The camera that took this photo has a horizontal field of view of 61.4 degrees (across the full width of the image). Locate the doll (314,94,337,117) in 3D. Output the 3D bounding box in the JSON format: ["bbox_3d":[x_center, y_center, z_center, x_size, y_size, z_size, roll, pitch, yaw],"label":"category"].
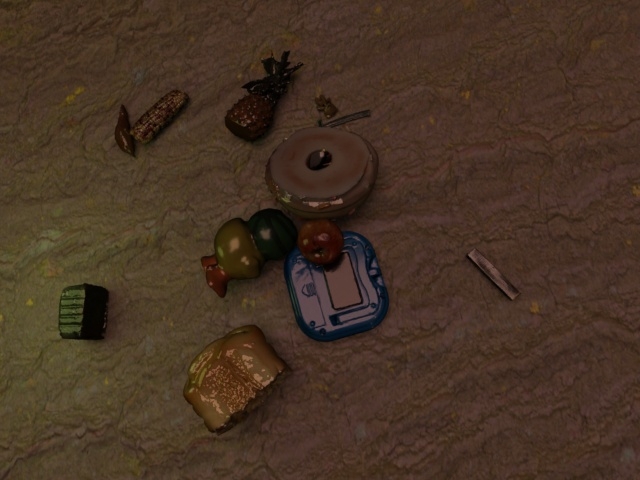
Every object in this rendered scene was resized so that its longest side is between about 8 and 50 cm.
[{"bbox_3d":[0.017,-0.485,1.947,0.061,0.051,0.093,-37,47,-3],"label":"doll"}]

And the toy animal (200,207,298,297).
[{"bbox_3d":[-0.237,0.015,1.751,0.338,0.216,0.191,-31,119,-9],"label":"toy animal"}]

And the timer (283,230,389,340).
[{"bbox_3d":[0.049,0.144,1.755,0.309,0.115,0.340,-15,75,-1],"label":"timer"}]

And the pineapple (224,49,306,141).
[{"bbox_3d":[-0.201,-0.524,1.926,0.166,0.165,0.364,24,72,10],"label":"pineapple"}]

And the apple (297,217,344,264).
[{"bbox_3d":[0.000,0.000,1.670,0.146,0.146,0.131,3,39,6],"label":"apple"}]

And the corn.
[{"bbox_3d":[-0.586,-0.457,1.965,0.086,0.086,0.253,41,83,12],"label":"corn"}]

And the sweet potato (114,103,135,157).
[{"bbox_3d":[-0.726,-0.404,1.975,0.068,0.068,0.226,-17,74,1],"label":"sweet potato"}]

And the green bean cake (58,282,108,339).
[{"bbox_3d":[-0.782,0.237,1.778,0.094,0.173,0.181,-2,79,3],"label":"green bean cake"}]

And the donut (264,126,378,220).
[{"bbox_3d":[0.005,-0.219,1.777,0.383,0.142,0.382,-3,51,3],"label":"donut"}]

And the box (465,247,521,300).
[{"bbox_3d":[0.558,0.110,1.747,0.041,0.050,0.207,-43,77,-2],"label":"box"}]

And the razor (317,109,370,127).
[{"bbox_3d":[0.086,-0.431,1.923,0.191,0.037,0.068,-20,118,-3],"label":"razor"}]

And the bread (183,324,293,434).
[{"bbox_3d":[-0.265,0.428,1.677,0.316,0.211,0.270,-43,69,-13],"label":"bread"}]
